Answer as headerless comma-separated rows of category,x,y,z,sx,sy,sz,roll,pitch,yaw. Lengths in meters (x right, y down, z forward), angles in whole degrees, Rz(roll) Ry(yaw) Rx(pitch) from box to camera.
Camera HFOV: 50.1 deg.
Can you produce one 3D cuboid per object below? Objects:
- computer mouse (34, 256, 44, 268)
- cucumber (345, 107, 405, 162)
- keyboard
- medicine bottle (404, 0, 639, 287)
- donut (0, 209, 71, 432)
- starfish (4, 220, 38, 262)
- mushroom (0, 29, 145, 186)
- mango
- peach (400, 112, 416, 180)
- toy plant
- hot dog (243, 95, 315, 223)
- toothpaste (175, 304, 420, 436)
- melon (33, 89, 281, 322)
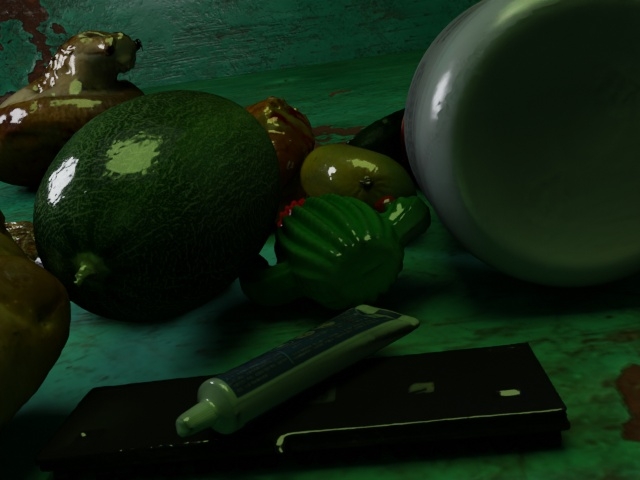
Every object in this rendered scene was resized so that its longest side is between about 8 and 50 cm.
computer mouse,-0.198,0.036,0.687,0.172,0.057,0.099,-3,15,-25
cucumber,0.076,-0.124,0.966,0.115,0.063,0.244,-38,-2,32
keyboard,-0.013,0.111,0.438,0.317,0.027,0.106,-6,16,6
medicine bottle,0.200,-0.110,0.637,0.245,0.245,0.306,-7,15,4
donut,-0.318,0.053,0.396,0.317,0.150,0.299,6,38,-44
starfish,-0.360,-0.004,0.852,0.277,0.062,0.235,-20,24,-35
mushroom,-0.460,-0.240,1.251,0.345,0.260,0.345,-7,19,2
mango,0.035,-0.059,0.778,0.122,0.086,0.191,19,-2,-25
peach,0.199,-0.134,0.891,0.190,0.192,0.190,16,39,-14
toy plant,-0.006,0.008,0.639,0.154,0.088,0.240,-42,23,-30
hot dog,-0.076,-0.102,0.897,0.153,0.150,0.257,-18,19,4
toothpaste,-0.012,0.078,0.441,0.057,0.035,0.197,12,22,40
melon,-0.132,-0.031,0.581,0.182,0.182,0.288,-3,20,16
